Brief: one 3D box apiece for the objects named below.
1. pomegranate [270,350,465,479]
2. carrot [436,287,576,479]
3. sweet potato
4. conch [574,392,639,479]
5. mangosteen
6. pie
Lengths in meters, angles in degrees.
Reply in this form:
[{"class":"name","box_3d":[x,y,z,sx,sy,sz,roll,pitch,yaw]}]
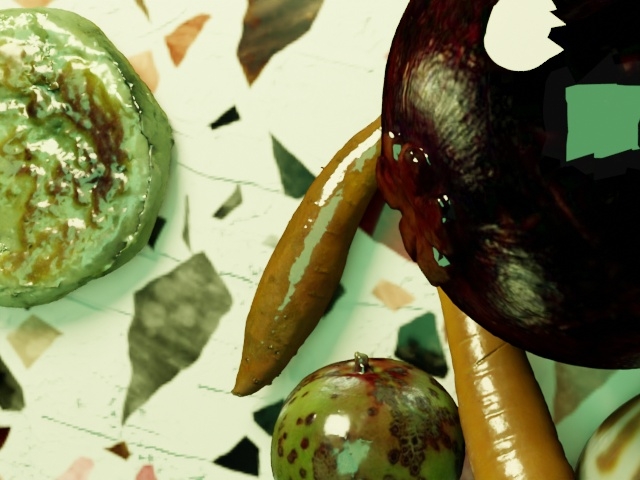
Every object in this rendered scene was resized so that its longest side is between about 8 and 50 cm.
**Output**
[{"class":"pomegranate","box_3d":[0.026,0.164,1.156,0.148,0.148,0.169,21,95,14]},{"class":"carrot","box_3d":[0.117,0.088,1.138,0.069,0.069,0.336,-23,62,14]},{"class":"sweet potato","box_3d":[0.000,0.000,1.202,0.057,0.057,0.265,29,98,13]},{"class":"conch","box_3d":[0.280,0.163,1.078,0.275,0.149,0.183,-43,84,14]},{"class":"mangosteen","box_3d":[0.205,-0.079,1.039,0.347,0.307,0.307,-22,84,-18]},{"class":"pie","box_3d":[-0.227,-0.065,1.266,0.240,0.054,0.241,1,92,14]}]
